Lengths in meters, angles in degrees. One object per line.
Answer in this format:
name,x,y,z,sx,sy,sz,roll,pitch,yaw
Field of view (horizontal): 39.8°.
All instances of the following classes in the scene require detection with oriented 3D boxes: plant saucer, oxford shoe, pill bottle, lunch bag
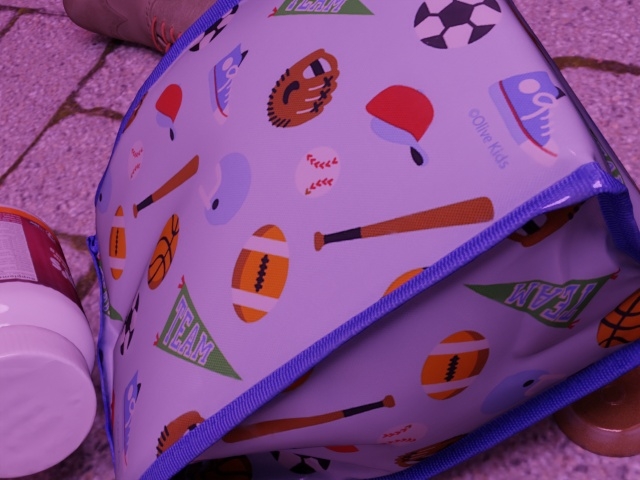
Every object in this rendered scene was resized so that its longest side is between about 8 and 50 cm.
plant saucer,0.203,0.110,0.618,0.083,0.015,0.083,-7,48,8
oxford shoe,-0.137,-0.235,0.934,0.348,0.123,0.130,7,57,20
pill bottle,-0.237,0.067,0.659,0.121,0.121,0.221,-27,35,-11
lunch bag,0.000,0.000,0.609,0.385,0.239,0.328,-35,47,19
